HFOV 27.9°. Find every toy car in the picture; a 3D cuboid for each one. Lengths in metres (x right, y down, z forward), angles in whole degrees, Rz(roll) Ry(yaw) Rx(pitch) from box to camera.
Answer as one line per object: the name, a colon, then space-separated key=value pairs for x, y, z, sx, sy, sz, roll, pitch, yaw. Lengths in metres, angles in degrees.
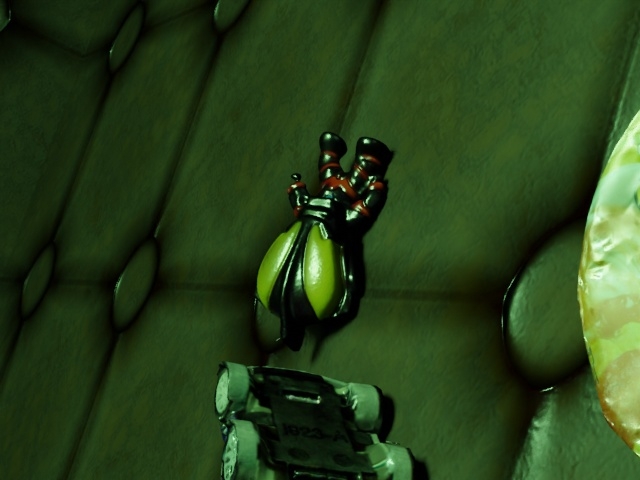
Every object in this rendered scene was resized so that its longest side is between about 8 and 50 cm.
toy car: x=-0.025 y=0.222 z=1.211 sx=0.235 sy=0.172 sz=0.158 roll=-110 pitch=35 yaw=-59

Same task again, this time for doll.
doll: x=-0.003 y=-0.001 z=1.420 sx=0.127 sy=0.088 sz=0.249 roll=-3 pitch=63 yaw=61

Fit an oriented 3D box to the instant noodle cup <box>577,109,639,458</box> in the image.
instant noodle cup: x=0.299 y=0.024 z=0.672 sx=0.264 sy=0.200 sz=0.264 roll=-13 pitch=72 yaw=46
